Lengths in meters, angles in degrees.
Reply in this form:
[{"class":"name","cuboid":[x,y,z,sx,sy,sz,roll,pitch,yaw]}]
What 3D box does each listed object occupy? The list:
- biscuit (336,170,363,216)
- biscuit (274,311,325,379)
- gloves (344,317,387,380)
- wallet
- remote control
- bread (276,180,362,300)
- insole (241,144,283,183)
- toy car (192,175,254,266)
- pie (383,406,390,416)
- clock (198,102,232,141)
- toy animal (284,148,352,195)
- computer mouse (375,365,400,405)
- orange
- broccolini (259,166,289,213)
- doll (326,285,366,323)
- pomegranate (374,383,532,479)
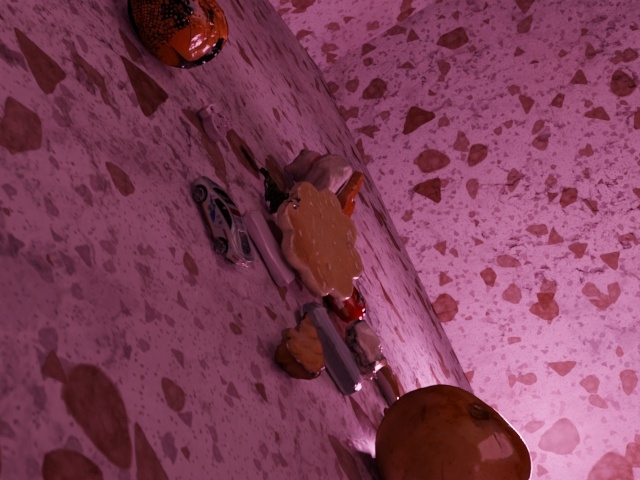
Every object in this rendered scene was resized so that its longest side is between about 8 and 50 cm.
[{"class":"biscuit","cuboid":[0.060,-0.086,2.044,0.047,0.201,0.333,20,35,7]},{"class":"biscuit","cuboid":[-0.043,0.218,1.267,0.118,0.061,0.183,63,15,-1]},{"class":"gloves","cuboid":[0.107,0.278,1.677,0.114,0.070,0.153,-32,102,-50]},{"class":"wallet","cuboid":[-0.117,0.014,1.464,0.189,0.033,0.095,62,11,-5]},{"class":"remote control","cuboid":[0.025,0.247,1.493,0.247,0.052,0.104,60,14,-19]},{"class":"bread","cuboid":[0.000,0.000,1.588,0.316,0.054,0.315,33,47,-43]},{"class":"insole","cuboid":[-0.154,-0.202,1.739,0.153,0.002,0.053,43,2,-10]},{"class":"toy car","cuboid":[-0.186,-0.041,1.259,0.204,0.056,0.095,67,15,17]},{"class":"pie","cuboid":[0.192,0.492,1.669,0.092,0.034,0.169,52,22,-43]},{"class":"clock","cuboid":[-0.248,-0.285,1.558,0.087,0.041,0.129,62,17,-13]},{"class":"toy animal","cuboid":[-0.028,-0.180,1.983,0.188,0.266,0.308,47,57,-5]},{"class":"computer mouse","cuboid":[0.179,0.379,1.825,0.198,0.045,0.102,61,10,-6]},{"class":"orange","cuboid":[-0.313,-0.491,1.424,0.234,0.182,0.234,45,30,-36]},{"class":"broccolini","cuboid":[-0.139,-0.137,1.704,0.201,0.058,0.073,50,-42,50]},{"class":"doll","cuboid":[0.053,0.148,1.740,0.217,0.085,0.183,50,15,-12]},{"class":"pomegranate","cuboid":[0.276,0.494,1.426,0.338,0.338,0.338,57,14,-22]}]
